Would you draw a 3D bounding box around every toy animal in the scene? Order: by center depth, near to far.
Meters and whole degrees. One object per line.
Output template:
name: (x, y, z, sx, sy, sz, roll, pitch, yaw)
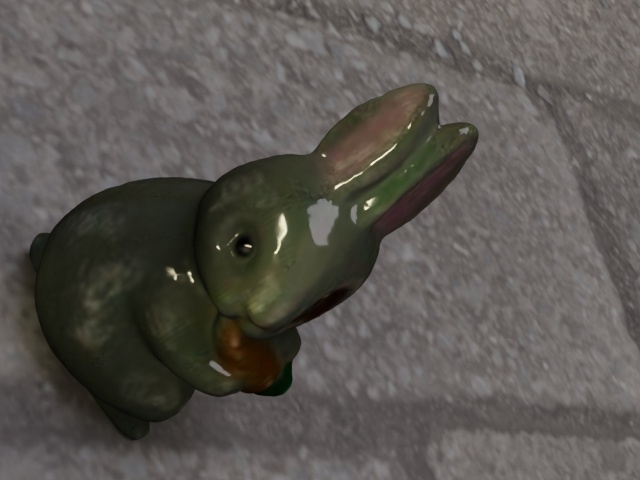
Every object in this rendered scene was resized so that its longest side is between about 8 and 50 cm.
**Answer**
toy animal: (-0.036, 0.006, 0.734, 0.127, 0.251, 0.125, 21, 52, -37)
